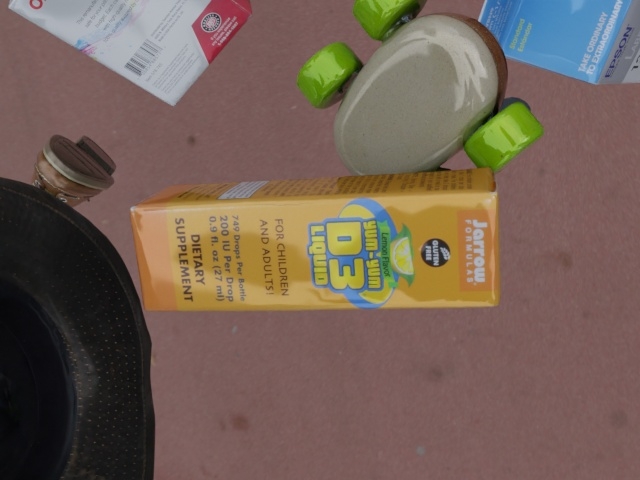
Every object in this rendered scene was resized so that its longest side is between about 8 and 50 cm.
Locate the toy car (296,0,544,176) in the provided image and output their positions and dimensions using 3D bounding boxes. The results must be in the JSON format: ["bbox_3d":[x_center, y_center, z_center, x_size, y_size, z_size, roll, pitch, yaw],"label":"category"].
[{"bbox_3d":[0.106,-0.120,0.603,0.155,0.188,0.149,52,131,7],"label":"toy car"}]

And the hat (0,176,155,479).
[{"bbox_3d":[-0.255,0.112,0.478,0.134,0.331,0.331,-15,100,28],"label":"hat"}]

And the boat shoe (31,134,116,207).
[{"bbox_3d":[-0.398,-0.096,1.210,0.104,0.307,0.111,-44,98,1],"label":"boat shoe"}]

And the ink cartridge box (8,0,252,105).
[{"bbox_3d":[-0.177,-0.244,0.715,0.176,0.127,0.128,29,121,-36],"label":"ink cartridge box"}]

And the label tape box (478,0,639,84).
[{"bbox_3d":[0.329,-0.301,0.821,0.115,0.348,0.249,34,121,31],"label":"label tape box"}]

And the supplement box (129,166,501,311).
[{"bbox_3d":[0.000,0.000,0.502,0.233,0.080,0.078,-3,103,9],"label":"supplement box"}]
